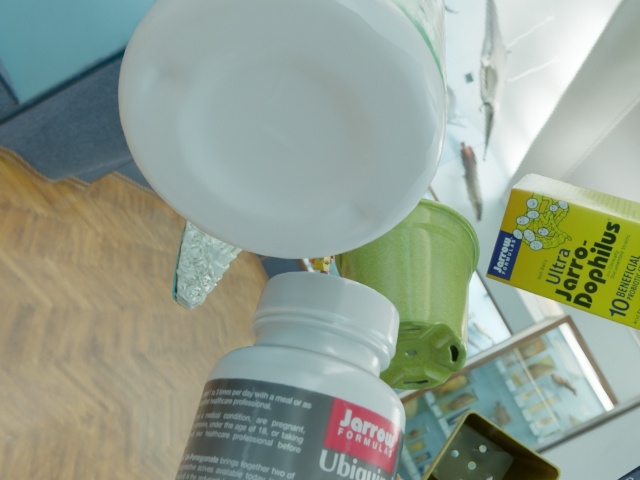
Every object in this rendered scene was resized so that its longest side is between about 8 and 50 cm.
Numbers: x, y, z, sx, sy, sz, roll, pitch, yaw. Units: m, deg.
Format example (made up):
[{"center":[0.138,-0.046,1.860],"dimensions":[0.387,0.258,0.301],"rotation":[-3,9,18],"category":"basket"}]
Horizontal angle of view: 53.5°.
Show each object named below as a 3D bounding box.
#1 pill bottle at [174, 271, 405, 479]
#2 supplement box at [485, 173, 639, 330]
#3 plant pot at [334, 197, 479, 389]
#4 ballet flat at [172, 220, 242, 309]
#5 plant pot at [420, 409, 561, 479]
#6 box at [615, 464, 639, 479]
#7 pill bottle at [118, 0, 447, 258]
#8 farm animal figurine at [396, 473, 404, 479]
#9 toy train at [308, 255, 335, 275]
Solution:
[{"center":[-0.028,0.194,0.518],"dimensions":[0.176,0.176,0.318],"rotation":[57,41,-53],"category":"pill bottle"},{"center":[0.538,0.019,1.242],"dimensions":[0.195,0.356,0.194],"rotation":[-27,132,-60],"category":"supplement box"},{"center":[0.153,0.109,1.117],"dimensions":[0.254,0.276,0.276],"rotation":[-83,150,-49],"category":"plant pot"},{"center":[-0.211,-0.053,1.327],"dimensions":[0.147,0.147,0.409],"rotation":[43,55,-78],"category":"ballet flat"},{"center":[0.330,0.486,1.321],"dimensions":[0.212,0.212,0.187],"rotation":[34,-4,8],"category":"plant pot"},{"center":[0.442,0.368,0.753],"dimensions":[0.108,0.153,0.207],"rotation":[61,-6,-13],"category":"box"},{"center":[-0.002,-0.173,0.512],"dimensions":[0.204,0.204,0.361],"rotation":[60,26,-33],"category":"pill bottle"},{"center":[0.034,0.381,0.883],"dimensions":[0.327,0.330,0.172],"rotation":[17,73,-42],"category":"farm animal figurine"},{"center":[0.000,0.000,1.260],"dimensions":[0.166,0.046,0.125],"rotation":[71,28,-55],"category":"toy train"}]
